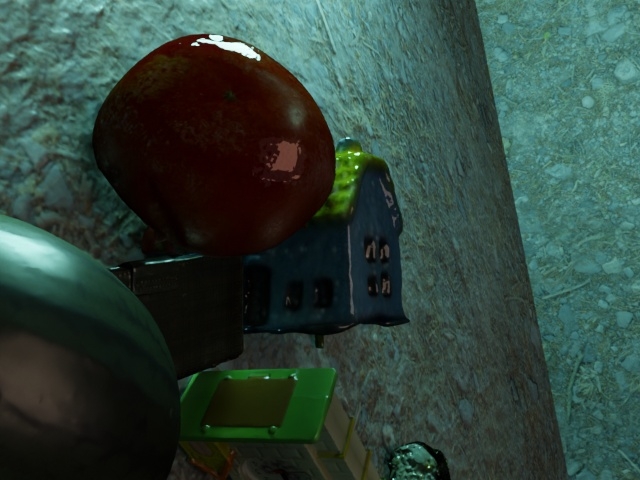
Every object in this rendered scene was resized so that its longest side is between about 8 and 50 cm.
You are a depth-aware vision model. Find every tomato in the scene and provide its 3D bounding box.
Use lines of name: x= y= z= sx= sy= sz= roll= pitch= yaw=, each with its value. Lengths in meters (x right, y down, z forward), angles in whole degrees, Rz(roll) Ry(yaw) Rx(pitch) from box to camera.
tomato: x=-0.123 y=-0.149 z=0.823 sx=0.338 sy=0.144 sz=0.339 roll=9 pitch=59 yaw=-14

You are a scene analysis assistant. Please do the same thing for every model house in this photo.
model house: x=0.000 y=0.000 z=1.002 sx=0.215 sy=0.237 sz=0.304 roll=15 pitch=73 yaw=-56

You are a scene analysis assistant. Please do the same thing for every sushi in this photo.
sushi: x=0.219 y=0.518 z=1.278 sx=0.115 sy=0.147 sz=0.213 roll=27 pitch=52 yaw=-52

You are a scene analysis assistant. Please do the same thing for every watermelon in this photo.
watermelon: x=-0.262 y=0.133 z=0.507 sx=0.359 sy=0.278 sz=0.279 roll=45 pitch=42 yaw=-39

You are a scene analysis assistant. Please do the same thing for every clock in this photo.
clock: x=-0.047 y=0.299 z=0.866 sx=0.106 sy=0.219 sz=0.255 roll=-68 pitch=142 yaw=-46

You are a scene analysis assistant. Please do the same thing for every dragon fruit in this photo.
dragon fruit: x=-0.203 y=-0.002 z=0.874 sx=0.083 sy=0.056 sz=0.060 roll=26 pitch=58 yaw=-51

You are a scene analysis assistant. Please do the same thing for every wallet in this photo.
wallet: x=-0.212 y=0.106 z=0.789 sx=0.317 sy=0.044 sz=0.169 roll=-12 pitch=102 yaw=-54

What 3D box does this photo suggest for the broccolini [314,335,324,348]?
broccolini: x=-0.017 y=0.081 z=1.167 sx=0.054 sy=0.051 sz=0.239 roll=166 pitch=-88 yaw=-76
